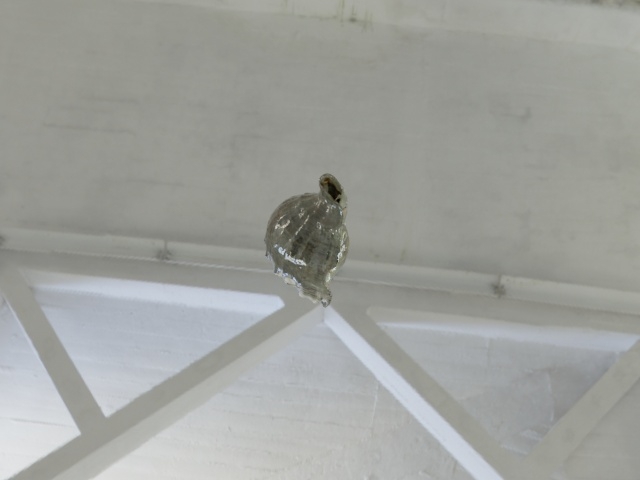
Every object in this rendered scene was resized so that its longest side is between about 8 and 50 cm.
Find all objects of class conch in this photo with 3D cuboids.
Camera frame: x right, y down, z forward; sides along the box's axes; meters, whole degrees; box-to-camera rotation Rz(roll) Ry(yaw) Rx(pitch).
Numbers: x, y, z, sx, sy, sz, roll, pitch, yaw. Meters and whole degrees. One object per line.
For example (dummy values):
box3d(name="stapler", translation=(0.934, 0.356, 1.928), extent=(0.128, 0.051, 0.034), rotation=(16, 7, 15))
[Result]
box3d(name="conch", translation=(0.000, 0.000, 0.728), extent=(0.130, 0.207, 0.155), rotation=(-14, -114, -28))
